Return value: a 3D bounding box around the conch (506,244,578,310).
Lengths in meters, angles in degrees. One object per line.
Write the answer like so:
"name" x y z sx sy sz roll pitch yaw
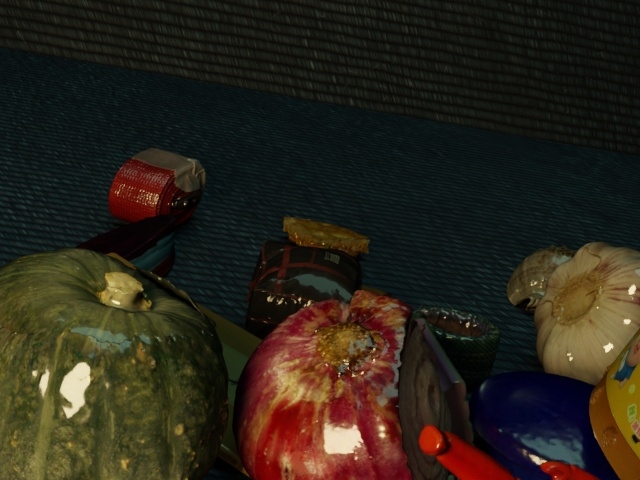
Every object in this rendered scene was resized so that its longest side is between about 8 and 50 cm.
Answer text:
"conch" 0.424 0.082 2.005 0.207 0.130 0.155 -36 11 -37

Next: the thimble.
"thimble" 0.195 0.158 1.607 0.135 0.090 0.118 13 18 3

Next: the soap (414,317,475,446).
"soap" 0.139 0.196 1.405 0.065 0.122 0.203 -13 20 -6

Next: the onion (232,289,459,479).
"onion" 0.017 0.199 1.193 0.230 0.272 0.256 0 17 17

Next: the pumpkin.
"pumpkin" -0.241 0.152 1.116 0.327 0.257 0.291 26 18 24

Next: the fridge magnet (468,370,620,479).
"fridge magnet" 0.317 0.250 1.380 0.265 0.112 0.265 10 19 -4

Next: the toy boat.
"toy boat" -0.326 0.038 1.691 0.136 0.079 0.392 19 23 17

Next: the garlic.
"garlic" 0.459 0.146 1.675 0.253 0.245 0.245 37 2 -35

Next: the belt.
"belt" -0.289 -0.089 1.983 0.124 0.128 0.201 18 23 15

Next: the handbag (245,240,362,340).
"handbag" -0.024 0.088 1.582 0.169 0.155 0.215 8 20 -1

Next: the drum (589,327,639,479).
"drum" 0.545 0.225 1.262 0.431 0.214 0.431 24 26 -13

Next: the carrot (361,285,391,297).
"carrot" 0.015 0.092 1.753 0.205 0.072 0.072 15 18 31

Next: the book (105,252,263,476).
"book" -0.185 0.146 1.389 0.389 0.032 0.269 30 23 14

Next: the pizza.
"pizza" 0.000 0.000 2.023 0.175 0.046 0.134 17 19 17

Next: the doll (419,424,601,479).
"doll" 0.239 0.317 1.052 0.384 0.188 0.099 22 -1 -17
